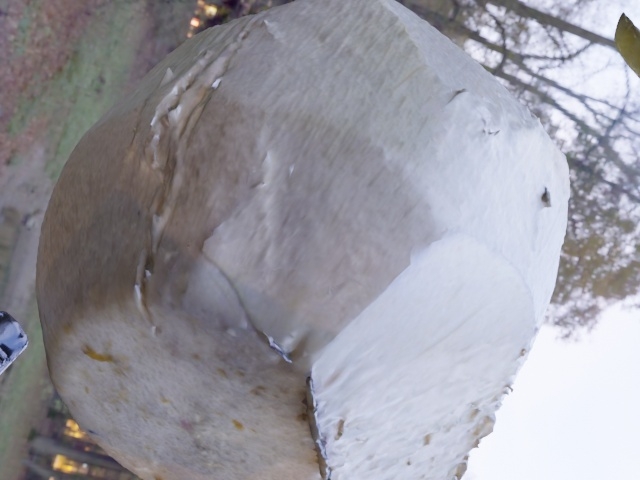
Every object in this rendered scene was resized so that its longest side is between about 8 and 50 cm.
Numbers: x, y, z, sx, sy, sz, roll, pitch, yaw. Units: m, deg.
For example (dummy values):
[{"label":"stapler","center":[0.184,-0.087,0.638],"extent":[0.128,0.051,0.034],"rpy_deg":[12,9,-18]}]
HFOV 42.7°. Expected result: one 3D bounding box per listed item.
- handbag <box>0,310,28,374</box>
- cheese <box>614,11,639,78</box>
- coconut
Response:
[{"label":"handbag","center":[-0.484,0.177,0.904],"extent":[0.244,0.088,0.275],"rpy_deg":[-8,-144,39]},{"label":"cheese","center":[0.276,-0.155,0.679],"extent":[0.060,0.084,0.041],"rpy_deg":[56,-43,23]},{"label":"coconut","center":[0.000,0.000,0.585],"extent":[0.360,0.346,0.346],"rpy_deg":[-59,180,-44]}]
